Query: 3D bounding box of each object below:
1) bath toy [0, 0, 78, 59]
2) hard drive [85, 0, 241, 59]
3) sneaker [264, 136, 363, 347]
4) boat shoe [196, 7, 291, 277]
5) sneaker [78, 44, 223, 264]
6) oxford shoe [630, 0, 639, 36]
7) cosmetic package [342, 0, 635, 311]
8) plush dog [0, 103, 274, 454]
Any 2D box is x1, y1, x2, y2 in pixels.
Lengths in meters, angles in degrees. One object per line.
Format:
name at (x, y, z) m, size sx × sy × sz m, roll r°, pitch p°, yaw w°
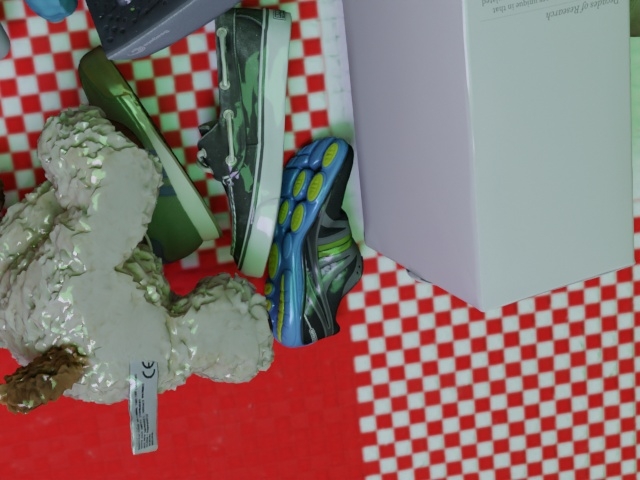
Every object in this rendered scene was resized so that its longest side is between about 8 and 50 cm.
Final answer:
bath toy at (-0.361, -0.165, 1.040) m, size 0.348 × 0.129 × 0.151 m, roll -28°, pitch 78°, yaw 0°
hard drive at (-0.073, -0.255, 1.024) m, size 0.255 × 0.172 × 0.054 m, roll -35°, pitch 150°, yaw 20°
sneaker at (0.000, 0.000, 1.205) m, size 0.078 × 0.067 × 0.188 m, roll -3°, pitch 110°, yaw -32°
boat shoe at (-0.066, -0.080, 1.149) m, size 0.070 × 0.078 × 0.219 m, roll 3°, pitch 96°, yaw -5°
sneaker at (-0.161, -0.057, 1.145) m, size 0.086 × 0.064 × 0.192 m, roll -32°, pitch 115°, yaw -2°
oxford shoe at (0.261, -0.323, 1.093) m, size 0.130 × 0.123 × 0.348 m, roll -1°, pitch 109°, yaw -4°
cosmetic package at (0.121, -0.154, 1.075) m, size 0.155 × 0.197 × 0.365 m, roll -17°, pitch 115°, yaw -23°
plush dog at (-0.197, 0.048, 1.099) m, size 0.210 × 0.225 × 0.262 m, roll -47°, pitch 114°, yaw -22°
